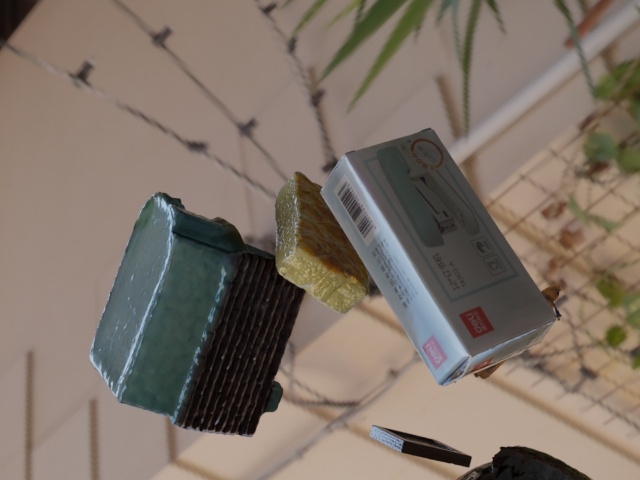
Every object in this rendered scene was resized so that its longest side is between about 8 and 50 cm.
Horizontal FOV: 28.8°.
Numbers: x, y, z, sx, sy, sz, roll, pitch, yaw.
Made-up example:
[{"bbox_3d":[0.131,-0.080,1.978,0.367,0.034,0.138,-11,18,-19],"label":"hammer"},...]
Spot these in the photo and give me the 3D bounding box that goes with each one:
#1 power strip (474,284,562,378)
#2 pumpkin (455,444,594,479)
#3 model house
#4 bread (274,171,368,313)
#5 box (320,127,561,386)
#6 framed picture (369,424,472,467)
[{"bbox_3d":[0.270,0.122,1.728,0.028,0.178,0.049,38,165,46],"label":"power strip"},{"bbox_3d":[0.293,0.460,1.792,0.320,0.320,0.192,41,-165,-11],"label":"pumpkin"},{"bbox_3d":[-0.148,0.108,1.731,0.249,0.280,0.230,19,-175,-25],"label":"model house"},{"bbox_3d":[0.000,-0.001,1.700,0.125,0.068,0.188,35,-153,-24],"label":"bread"},{"bbox_3d":[0.127,0.014,1.336,0.135,0.079,0.269,-18,-112,-32],"label":"box"},{"bbox_3d":[0.170,0.353,2.141,0.128,0.023,0.168,15,177,-15],"label":"framed picture"}]
